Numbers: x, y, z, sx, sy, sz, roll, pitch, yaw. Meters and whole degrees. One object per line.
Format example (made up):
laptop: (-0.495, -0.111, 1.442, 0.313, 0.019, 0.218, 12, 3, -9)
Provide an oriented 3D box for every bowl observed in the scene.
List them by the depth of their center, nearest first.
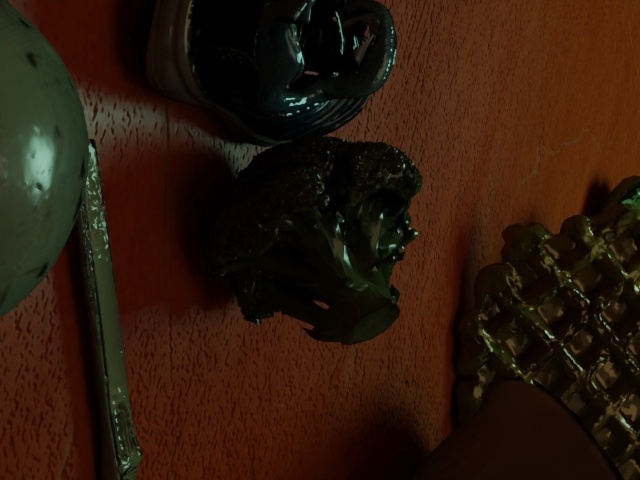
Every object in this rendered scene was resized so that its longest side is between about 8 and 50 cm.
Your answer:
bowl: (0.124, 0.283, 1.003, 0.157, 0.345, 0.345, -18, 122, -13)

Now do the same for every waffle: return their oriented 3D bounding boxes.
waffle: (0.236, 0.105, 1.196, 0.051, 0.291, 0.291, -146, -124, -71)

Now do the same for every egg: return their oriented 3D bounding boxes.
egg: (-0.141, -0.027, 0.482, 0.164, 0.131, 0.131, -22, 117, -74)

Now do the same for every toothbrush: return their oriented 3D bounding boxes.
toothbrush: (-0.101, 0.087, 0.708, 0.026, 0.028, 0.294, -39, 125, -57)

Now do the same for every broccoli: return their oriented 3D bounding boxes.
broccoli: (0.000, 0.000, 0.781, 0.130, 0.120, 0.131, -2, 140, -42)

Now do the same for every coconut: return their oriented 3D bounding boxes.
coconut: (0.319, -0.007, 1.501, 0.158, 0.055, 0.133, -53, 140, -48)

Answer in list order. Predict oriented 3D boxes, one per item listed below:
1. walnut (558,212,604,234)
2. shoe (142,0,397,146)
walnut: (0.267, 0.073, 1.307, 0.159, 0.159, 0.207, -8, 104, -63)
shoe: (-0.011, -0.097, 0.754, 0.207, 0.106, 0.091, 11, 88, -70)
